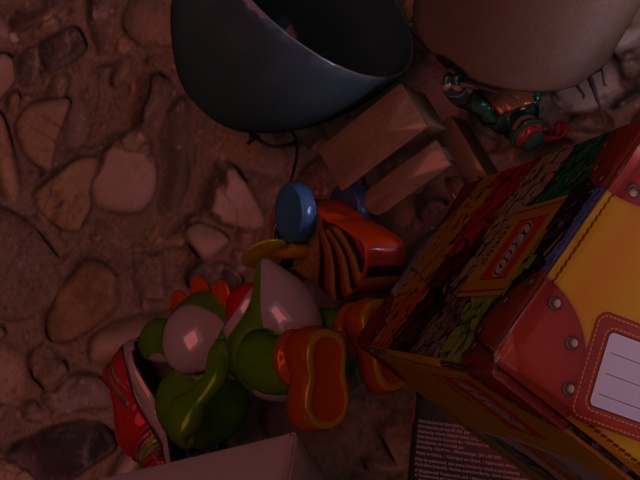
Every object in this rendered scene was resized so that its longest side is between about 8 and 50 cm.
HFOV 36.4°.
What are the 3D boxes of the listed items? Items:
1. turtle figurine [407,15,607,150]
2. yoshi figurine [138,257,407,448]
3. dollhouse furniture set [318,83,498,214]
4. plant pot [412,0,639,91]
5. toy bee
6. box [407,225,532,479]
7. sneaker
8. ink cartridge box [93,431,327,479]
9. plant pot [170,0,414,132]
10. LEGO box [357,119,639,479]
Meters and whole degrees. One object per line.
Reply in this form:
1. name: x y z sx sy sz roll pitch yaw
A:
1. turtle figurine: 0.202 -0.181 1.093 0.175 0.118 0.234 -17 59 -21
2. yoshi figurine: -0.074 0.158 1.087 0.362 0.203 0.203 -4 54 48
3. dollhouse furniture set: 0.112 -0.074 1.112 0.123 0.151 0.144 -36 72 25
4. plant pot: 0.224 -0.329 0.952 0.333 0.306 0.334 3 49 -4
5. toy bee: 0.000 0.000 1.154 0.195 0.298 0.162 7 118 -11
6. box: 0.189 0.129 1.041 0.143 0.165 0.271 4 85 20
7. sneaker: -0.198 0.260 1.231 0.118 0.107 0.279 -35 69 34
8. ink cartridge box: -0.074 0.408 0.997 0.285 0.166 0.395 -18 121 19
9. plant pot: -0.062 -0.240 1.145 0.195 0.290 0.290 -43 69 36
10. LEGO box: 0.309 0.157 0.768 0.500 0.372 0.193 38 80 -7
